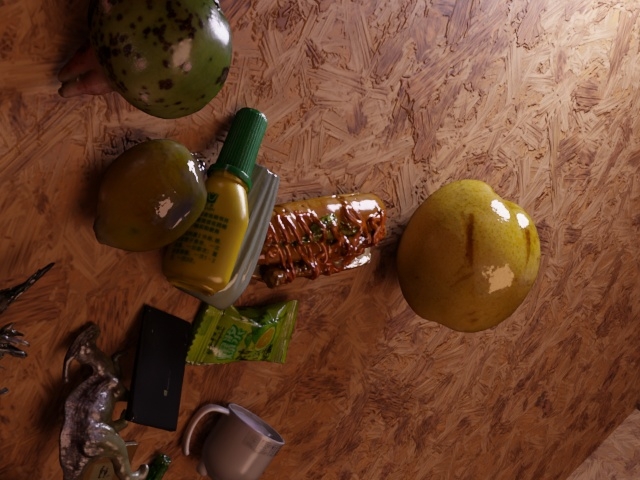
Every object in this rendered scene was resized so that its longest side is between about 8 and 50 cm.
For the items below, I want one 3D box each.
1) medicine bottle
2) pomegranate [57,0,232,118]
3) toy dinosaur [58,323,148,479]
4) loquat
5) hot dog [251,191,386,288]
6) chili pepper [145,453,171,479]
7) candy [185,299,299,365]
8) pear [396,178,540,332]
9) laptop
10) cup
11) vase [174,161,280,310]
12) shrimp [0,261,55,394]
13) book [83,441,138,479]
[{"bbox_3d":[-0.154,-0.067,1.440,0.076,0.111,0.309,68,38,-70],"label":"medicine bottle"},{"bbox_3d":[-0.239,-0.252,1.202,0.247,0.214,0.214,-24,145,14],"label":"pomegranate"},{"bbox_3d":[-0.360,0.283,1.484,0.162,0.077,0.294,4,81,-51],"label":"toy dinosaur"},{"bbox_3d":[-0.253,-0.063,1.346,0.195,0.152,0.152,-38,140,-14],"label":"loquat"},{"bbox_3d":[0.000,0.000,1.701,0.348,0.117,0.158,-9,121,-46],"label":"hot dog"},{"bbox_3d":[-0.326,0.452,1.725,0.118,0.035,0.055,-42,135,-8],"label":"chili pepper"},{"bbox_3d":[-0.133,0.172,1.714,0.246,0.069,0.149,3,116,-49],"label":"candy"},{"bbox_3d":[0.312,0.037,1.943,0.314,0.314,0.315,-29,135,-34],"label":"pear"},{"bbox_3d":[-0.269,0.219,1.552,0.135,0.016,0.197,32,59,-56],"label":"laptop"},{"bbox_3d":[-0.174,0.409,1.783,0.142,0.134,0.173,-54,145,-2],"label":"cup"},{"bbox_3d":[-0.149,-0.013,1.523,0.128,0.128,0.248,35,79,-54],"label":"vase"},{"bbox_3d":[-0.501,0.174,1.253,0.372,0.137,0.172,-34,174,-18],"label":"shrimp"},{"bbox_3d":[-0.402,0.441,1.642,0.118,0.012,0.172,7,110,-51],"label":"book"}]
